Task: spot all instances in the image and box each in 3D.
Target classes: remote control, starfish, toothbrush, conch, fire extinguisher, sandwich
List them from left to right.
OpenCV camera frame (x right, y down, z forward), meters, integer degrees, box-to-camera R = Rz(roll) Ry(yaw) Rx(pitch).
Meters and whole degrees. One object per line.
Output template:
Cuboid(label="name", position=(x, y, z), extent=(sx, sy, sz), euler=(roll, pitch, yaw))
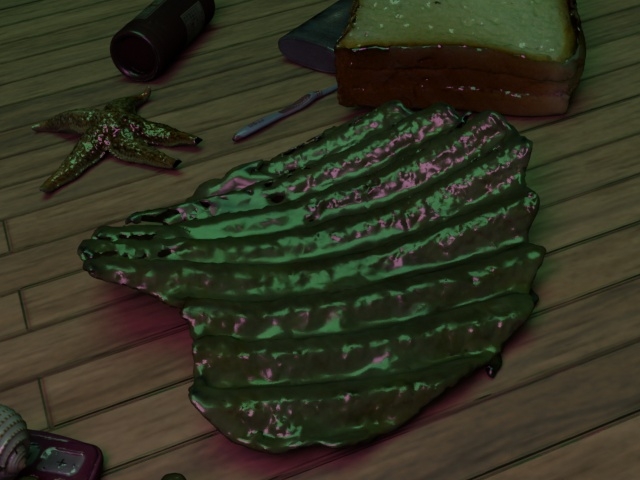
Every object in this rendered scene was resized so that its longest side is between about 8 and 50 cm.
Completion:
Cuboid(label="conch", position=(-0.239, 0.148, 0.653), extent=(0.085, 0.056, 0.076), euler=(9, 62, 37))
Cuboid(label="starfish", position=(-0.238, -0.117, 1.057), extent=(0.223, 0.050, 0.217), euler=(8, 48, 27))
Cuboid(label="fire extinguisher", position=(-0.186, -0.301, 1.235), extent=(0.071, 0.099, 0.231), euler=(25, 45, 5))
Cuboid(label="toothbrush", position=(-0.026, -0.158, 1.090), extent=(0.193, 0.019, 0.013), euler=(-34, 45, -28))
Cuboid(label="remote control", position=(0.102, -0.326, 1.265), extent=(0.107, 0.044, 0.377), euler=(27, 49, 28))
Cuboid(label="sandwich", position=(0.167, -0.265, 1.107), extent=(0.271, 0.099, 0.301), euler=(8, 45, 4))

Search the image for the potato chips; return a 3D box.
Cuboid(label="potato chips", position=(0.006, -0.003, 0.822), extent=(0.389, 0.097, 0.373), euler=(-30, 44, -25))

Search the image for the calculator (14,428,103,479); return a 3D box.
Cuboid(label="calculator", position=(-0.261, 0.183, 0.678), extent=(0.190, 0.034, 0.127), euler=(10, 40, 12))

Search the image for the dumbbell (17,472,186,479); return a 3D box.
Cuboid(label="dumbbell", position=(-0.146, 0.181, 0.629), extent=(0.118, 0.046, 0.052), euler=(2, 48, -12))
